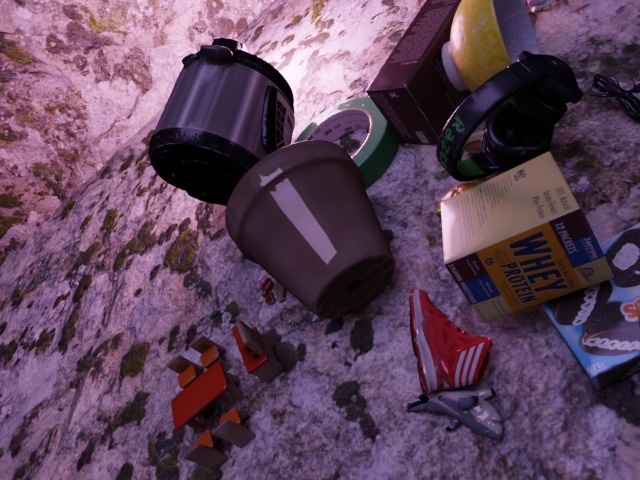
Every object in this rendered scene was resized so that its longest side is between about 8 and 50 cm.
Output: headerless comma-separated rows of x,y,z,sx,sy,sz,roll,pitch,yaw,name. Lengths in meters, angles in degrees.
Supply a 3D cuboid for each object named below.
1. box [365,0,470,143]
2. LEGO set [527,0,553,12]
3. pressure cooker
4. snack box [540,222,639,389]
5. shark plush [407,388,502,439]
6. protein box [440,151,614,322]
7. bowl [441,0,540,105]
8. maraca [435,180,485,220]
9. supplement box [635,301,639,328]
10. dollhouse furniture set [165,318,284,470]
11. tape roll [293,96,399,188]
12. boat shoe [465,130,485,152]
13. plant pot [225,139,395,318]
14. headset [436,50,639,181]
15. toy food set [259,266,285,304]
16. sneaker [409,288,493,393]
0.295,-0.445,1.219,0.143,0.191,0.381,12,64,49,box
0.578,-0.730,1.291,0.132,0.107,0.287,-21,45,25,LEGO set
-0.272,-0.355,1.445,0.370,0.375,0.420,-20,50,51,pressure cooker
0.501,0.062,0.719,0.322,0.060,0.187,-32,42,14,snack box
0.208,0.277,0.788,0.161,0.073,0.067,-8,82,29,shark plush
0.320,-0.007,0.798,0.201,0.136,0.200,-27,24,26,protein box
0.362,-0.409,1.071,0.156,0.289,0.289,-16,47,39,bowl
0.315,-0.068,0.947,0.185,0.127,0.099,-10,91,26,maraca
0.441,0.158,0.538,0.129,0.191,0.194,-11,77,33,supplement box
-0.222,0.300,1.058,0.259,0.135,0.262,-41,40,4,dollhouse furniture set
0.055,-0.248,1.340,0.321,0.077,0.321,-22,45,23,tape roll
0.373,-0.209,1.063,0.135,0.050,0.045,-3,49,38,boat shoe
0.000,0.000,1.032,0.323,0.323,0.280,-39,56,6,plant pot
0.405,-0.220,0.903,0.394,0.243,0.185,-26,63,-16,headset
-0.121,0.112,1.227,0.078,0.019,0.122,-26,51,21,toy food set
0.227,0.170,0.864,0.128,0.087,0.221,-5,41,6,sneaker
